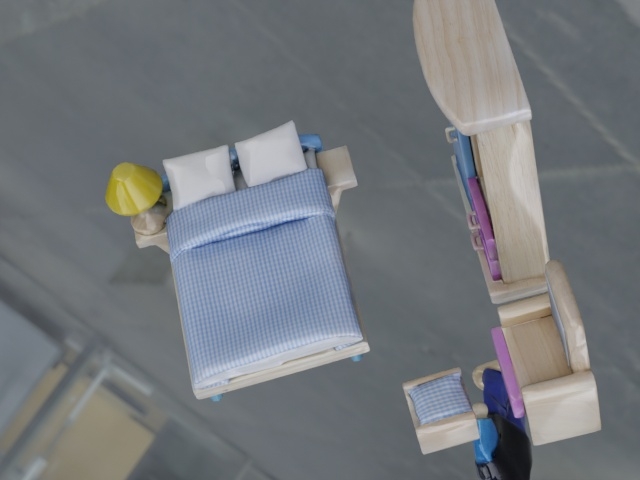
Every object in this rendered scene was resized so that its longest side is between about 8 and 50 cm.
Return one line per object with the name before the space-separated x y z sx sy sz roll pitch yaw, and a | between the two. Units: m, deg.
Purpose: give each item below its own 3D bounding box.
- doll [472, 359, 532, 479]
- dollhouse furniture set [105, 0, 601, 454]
doll | 0.165 0.188 1.378 0.046 0.189 0.129 -26 112 20
dollhouse furniture set | 0.000 0.000 1.046 0.303 0.286 0.198 -15 142 4
